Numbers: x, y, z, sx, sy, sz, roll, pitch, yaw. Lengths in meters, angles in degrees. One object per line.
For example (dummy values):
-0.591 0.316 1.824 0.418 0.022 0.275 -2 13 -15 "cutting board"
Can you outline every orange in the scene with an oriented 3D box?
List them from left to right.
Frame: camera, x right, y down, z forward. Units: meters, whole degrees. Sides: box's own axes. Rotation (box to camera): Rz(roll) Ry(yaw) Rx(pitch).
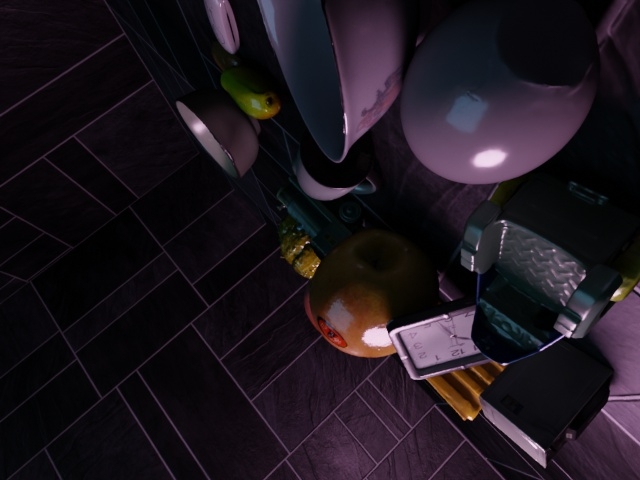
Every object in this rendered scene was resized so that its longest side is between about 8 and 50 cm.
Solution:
0.000 0.000 1.441 0.299 0.223 0.301 26 -150 -36 "orange"

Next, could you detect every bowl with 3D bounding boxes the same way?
-0.343 -0.414 1.509 0.354 0.185 0.354 46 169 12 "bowl"
0.030 -0.281 0.493 0.345 0.157 0.346 159 90 -85 "bowl"

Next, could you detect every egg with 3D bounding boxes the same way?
0.173 -0.147 0.434 0.176 0.176 0.232 48 180 5 "egg"

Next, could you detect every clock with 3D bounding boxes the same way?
0.313 0.224 0.968 0.049 0.273 0.279 -96 -17 -45 "clock"

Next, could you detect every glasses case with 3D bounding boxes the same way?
-0.246 -0.551 1.027 0.076 0.049 0.197 46 168 12 "glasses case"

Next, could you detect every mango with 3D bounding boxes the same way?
-0.192 -0.409 1.137 0.232 0.111 0.126 36 156 34 "mango"

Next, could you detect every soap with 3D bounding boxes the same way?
0.369 0.332 1.202 0.324 0.204 0.096 44 171 27 "soap"

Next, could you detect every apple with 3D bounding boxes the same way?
0.139 0.135 1.091 0.338 0.338 0.305 45 145 22 "apple"

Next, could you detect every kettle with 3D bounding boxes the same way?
0.045 -0.166 0.970 0.221 0.162 0.236 19 172 -7 "kettle"

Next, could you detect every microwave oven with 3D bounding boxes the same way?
0.447 0.312 0.822 0.163 0.205 0.129 39 165 45 "microwave oven"

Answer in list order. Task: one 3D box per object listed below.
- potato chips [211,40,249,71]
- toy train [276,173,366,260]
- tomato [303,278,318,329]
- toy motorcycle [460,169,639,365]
-0.260 -0.509 1.235 0.201 0.049 0.150 44 174 -2 "potato chips"
-0.004 -0.087 1.269 0.298 0.194 0.120 47 170 17 "toy train"
0.081 0.243 1.720 0.321 0.321 0.321 47 169 12 "tomato"
0.307 0.073 0.595 0.191 0.199 0.327 40 164 36 "toy motorcycle"
